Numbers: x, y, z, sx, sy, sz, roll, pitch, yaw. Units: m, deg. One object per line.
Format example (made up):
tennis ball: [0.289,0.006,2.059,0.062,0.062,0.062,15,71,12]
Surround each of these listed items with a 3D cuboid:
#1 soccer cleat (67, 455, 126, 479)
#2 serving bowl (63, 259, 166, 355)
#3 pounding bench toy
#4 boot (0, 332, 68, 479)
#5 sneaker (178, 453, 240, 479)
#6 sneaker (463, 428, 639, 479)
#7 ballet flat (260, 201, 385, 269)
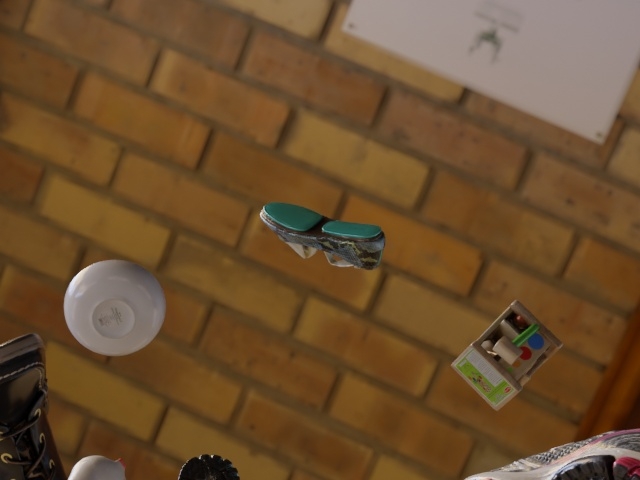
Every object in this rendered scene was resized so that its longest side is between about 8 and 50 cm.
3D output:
soccer cleat: [-0.190,0.294,1.454,0.068,0.196,0.076,-12,-162,30]
serving bowl: [-0.168,0.059,1.267,0.083,0.083,0.027,20,-163,-11]
pounding bench toy: [0.152,0.082,1.214,0.052,0.065,0.083,45,154,7]
boot: [-0.377,0.301,2.022,0.138,0.377,0.284,-21,-107,-30]
sneaker: [-0.172,0.438,2.108,0.110,0.122,0.283,17,-124,5]
sneaker: [0.269,0.278,1.687,0.112,0.121,0.299,-32,-173,-41]
ballet flat: [0.000,0.000,2.042,0.188,0.070,0.070,16,-172,34]
